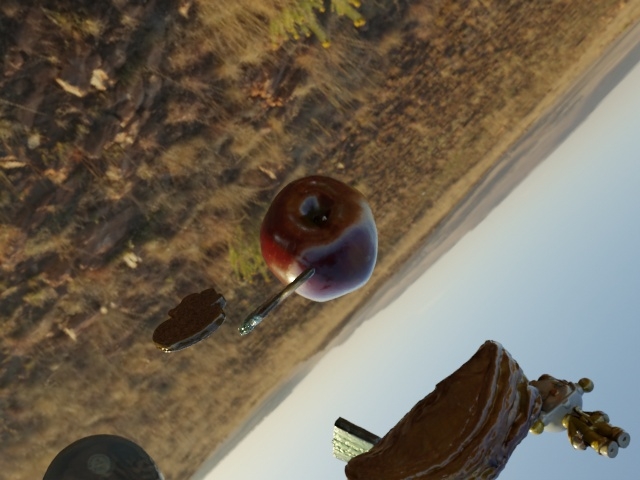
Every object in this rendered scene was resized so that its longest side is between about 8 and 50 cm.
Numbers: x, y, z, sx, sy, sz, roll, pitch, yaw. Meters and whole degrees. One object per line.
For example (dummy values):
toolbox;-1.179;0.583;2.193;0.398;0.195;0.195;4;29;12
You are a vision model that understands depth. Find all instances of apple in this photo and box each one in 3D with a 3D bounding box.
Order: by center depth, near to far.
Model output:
apple;0.000;0.000;1.308;0.288;0.288;0.317;-43;156;-10

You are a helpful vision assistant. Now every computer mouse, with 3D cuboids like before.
computer mouse;-0.310;0.470;0.822;0.188;0.371;0.121;2;127;-34

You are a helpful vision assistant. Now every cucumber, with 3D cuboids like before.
cucumber;0.085;0.489;1.352;0.062;0.115;0.116;-46;152;-49

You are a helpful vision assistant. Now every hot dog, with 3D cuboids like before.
hot dog;0.155;0.251;0.695;0.272;0.122;0.196;-44;160;5

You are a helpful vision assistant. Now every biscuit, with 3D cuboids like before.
biscuit;-0.215;0.134;0.940;0.124;0.026;0.175;-16;-159;8

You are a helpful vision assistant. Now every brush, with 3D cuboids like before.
brush;-0.068;0.095;0.896;0.196;0.021;0.070;-40;-176;37

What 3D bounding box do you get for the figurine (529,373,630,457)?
figurine;0.322;0.221;0.709;0.143;0.068;0.101;-2;-147;47
